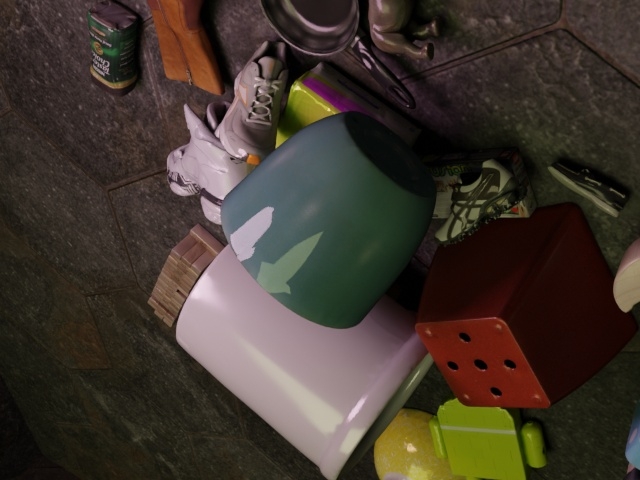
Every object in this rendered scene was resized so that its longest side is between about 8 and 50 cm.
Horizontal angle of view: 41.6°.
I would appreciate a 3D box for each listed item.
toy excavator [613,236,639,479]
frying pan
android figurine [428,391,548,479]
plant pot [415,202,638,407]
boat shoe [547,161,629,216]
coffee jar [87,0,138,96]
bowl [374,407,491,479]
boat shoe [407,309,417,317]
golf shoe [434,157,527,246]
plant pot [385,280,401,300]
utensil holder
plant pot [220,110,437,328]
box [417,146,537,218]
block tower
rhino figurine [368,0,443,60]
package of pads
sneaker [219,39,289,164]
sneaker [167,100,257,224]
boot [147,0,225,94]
[{"bbox_3d":[0.593,0.242,1.284,0.432,0.222,0.445,28,126,13],"label":"toy excavator"},{"bbox_3d":[0.037,-0.359,1.326,0.326,0.053,0.197,29,141,16],"label":"frying pan"},{"bbox_3d":[0.339,0.408,1.743,0.248,0.056,0.273,-5,109,34],"label":"android figurine"},{"bbox_3d":[0.312,0.129,1.384,0.267,0.236,0.267,-10,118,48],"label":"plant pot"},{"bbox_3d":[0.400,-0.084,1.261,0.125,0.038,0.046,37,-175,18],"label":"boat shoe"},{"bbox_3d":[-0.418,-0.383,1.704,0.096,0.079,0.184,33,142,15],"label":"coffee jar"},{"bbox_3d":[0.226,0.542,1.930,0.289,0.156,0.289,26,139,24],"label":"bowl"},{"bbox_3d":[0.153,0.260,1.769,0.108,0.102,0.301,36,143,11],"label":"boat shoe"},{"bbox_3d":[0.240,-0.062,1.351,0.094,0.077,0.198,55,136,4],"label":"golf shoe"},{"bbox_3d":[0.116,0.087,1.666,0.079,0.083,0.083,42,145,-16],"label":"plant pot"},{"bbox_3d":[-0.022,0.189,1.532,0.385,0.327,0.328,36,143,16],"label":"utensil holder"},{"bbox_3d":[0.034,-0.051,1.282,0.293,0.293,0.235,44,116,0],"label":"plant pot"},{"bbox_3d":[0.245,-0.092,1.399,0.207,0.036,0.114,1,126,42],"label":"box"},{"bbox_3d":[-0.337,0.093,2.076,0.091,0.097,0.335,41,142,3],"label":"block tower"},{"bbox_3d":[0.106,-0.381,1.219,0.106,0.073,0.243,7,122,34],"label":"rhino figurine"},{"bbox_3d":[0.021,-0.146,1.502,0.229,0.101,0.296,36,142,10],"label":"package of pads"},{"bbox_3d":[-0.104,-0.242,1.421,0.099,0.262,0.121,14,136,-16],"label":"sneaker"},{"bbox_3d":[-0.208,-0.179,1.629,0.366,0.137,0.210,39,134,56],"label":"sneaker"},{"bbox_3d":[-0.221,-0.379,1.510,0.264,0.096,0.280,18,137,30],"label":"boot"}]
